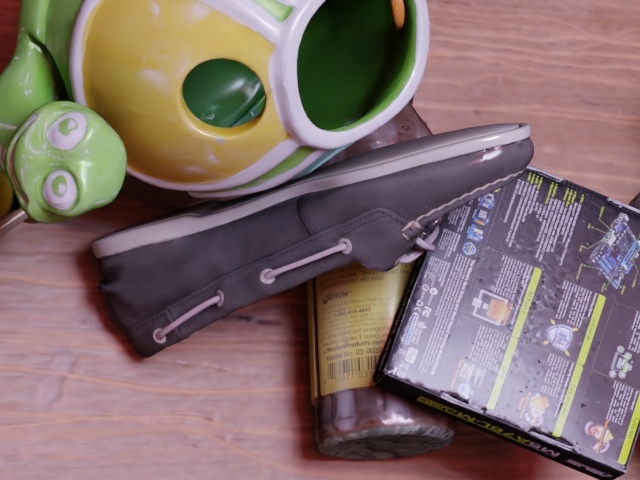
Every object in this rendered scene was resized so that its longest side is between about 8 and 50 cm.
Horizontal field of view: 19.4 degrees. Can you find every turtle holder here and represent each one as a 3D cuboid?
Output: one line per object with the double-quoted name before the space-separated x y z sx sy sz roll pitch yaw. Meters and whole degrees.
"turtle holder" -0.077 -0.143 1.229 0.320 0.227 0.243 -5 109 -47

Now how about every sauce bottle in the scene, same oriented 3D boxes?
"sauce bottle" 0.043 -0.014 1.390 0.111 0.111 0.344 4 73 -19

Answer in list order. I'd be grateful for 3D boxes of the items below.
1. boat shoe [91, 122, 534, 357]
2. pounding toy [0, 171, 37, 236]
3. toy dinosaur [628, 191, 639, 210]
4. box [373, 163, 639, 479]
"boat shoe" 0.000 0.000 1.295 0.112 0.335 0.095 -34 107 -67
"pounding toy" -0.268 -0.121 1.285 0.155 0.154 0.269 -37 89 -26
"toy dinosaur" 0.278 0.071 1.453 0.200 0.127 0.295 36 49 -17
"box" 0.154 0.048 1.314 0.184 0.045 0.190 23 70 -6
